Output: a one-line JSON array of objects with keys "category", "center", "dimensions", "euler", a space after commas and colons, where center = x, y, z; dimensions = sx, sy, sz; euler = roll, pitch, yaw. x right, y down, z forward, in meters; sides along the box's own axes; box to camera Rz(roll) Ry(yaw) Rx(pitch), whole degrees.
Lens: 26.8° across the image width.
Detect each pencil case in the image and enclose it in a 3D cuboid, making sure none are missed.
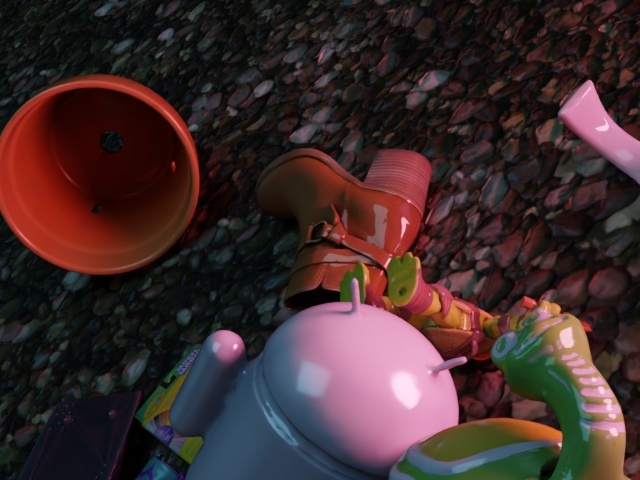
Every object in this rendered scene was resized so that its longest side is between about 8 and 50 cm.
[{"category": "pencil case", "center": [-0.211, 0.321, 1.553], "dimensions": [0.152, 0.064, 0.070], "euler": [-52, 19, -14]}]

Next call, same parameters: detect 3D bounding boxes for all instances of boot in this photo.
[{"category": "boot", "center": [0.000, 0.000, 1.689], "dimensions": [0.283, 0.109, 0.220], "euler": [0, 55, 35]}]

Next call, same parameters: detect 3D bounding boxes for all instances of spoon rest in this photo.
[{"category": "spoon rest", "center": [0.379, -0.082, 1.433], "dimensions": [0.137, 0.084, 0.276], "euler": [-47, 48, -6]}]

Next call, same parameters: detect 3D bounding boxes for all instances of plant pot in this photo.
[{"category": "plant pot", "center": [-0.320, -0.120, 1.982], "dimensions": [0.291, 0.291, 0.203], "euler": [-34, 19, 11]}]

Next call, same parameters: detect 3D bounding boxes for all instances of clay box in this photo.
[{"category": "clay box", "center": [-0.123, 0.212, 1.597], "dimensions": [0.127, 0.053, 0.222], "euler": [-49, 35, -11]}]

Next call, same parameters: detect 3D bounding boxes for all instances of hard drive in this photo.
[{"category": "hard drive", "center": [-0.309, 0.310, 1.669], "dimensions": [0.172, 0.054, 0.255], "euler": [-12, 44, 35]}]

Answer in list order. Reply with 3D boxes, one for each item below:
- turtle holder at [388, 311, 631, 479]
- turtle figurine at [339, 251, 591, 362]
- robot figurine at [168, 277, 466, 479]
[{"category": "turtle holder", "center": [0.142, 0.240, 1.088], "dimensions": [0.243, 0.320, 0.227], "euler": [-23, 30, -13]}, {"category": "turtle figurine", "center": [0.124, 0.083, 1.396], "dimensions": [0.269, 0.217, 0.087], "euler": [3, 74, 52]}, {"category": "robot figurine", "center": [0.001, 0.203, 1.289], "dimensions": [0.353, 0.300, 0.200], "euler": [-59, 4, 28]}]
